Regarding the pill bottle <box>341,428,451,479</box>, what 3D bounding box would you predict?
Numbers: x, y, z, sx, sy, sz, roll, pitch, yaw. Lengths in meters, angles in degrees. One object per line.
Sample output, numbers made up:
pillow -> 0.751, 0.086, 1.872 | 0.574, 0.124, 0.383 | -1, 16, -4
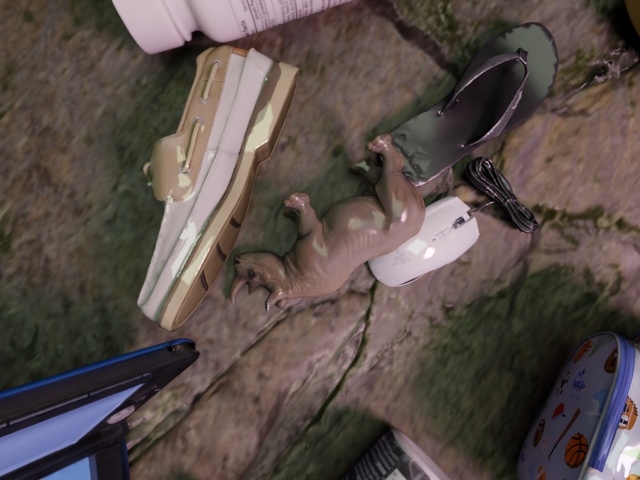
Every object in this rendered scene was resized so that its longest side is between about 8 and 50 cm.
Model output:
pill bottle -> 0.035, 0.321, 0.478 | 0.130, 0.130, 0.245 | 45, 85, -1

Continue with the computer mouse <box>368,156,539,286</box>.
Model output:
computer mouse -> 0.144, -0.011, 0.546 | 0.193, 0.042, 0.106 | -32, 91, -5

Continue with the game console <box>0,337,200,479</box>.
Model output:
game console -> -0.228, 0.231, 0.366 | 0.250, 0.293, 0.173 | -40, 74, 25

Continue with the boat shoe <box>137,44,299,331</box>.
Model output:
boat shoe -> -0.123, -0.061, 0.500 | 0.104, 0.113, 0.302 | 22, 75, -2

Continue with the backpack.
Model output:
backpack -> 0.328, 0.195, 0.458 | 0.213, 0.276, 0.263 | 34, 82, 11

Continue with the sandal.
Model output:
sandal -> 0.178, -0.150, 0.549 | 0.254, 0.054, 0.097 | -43, 91, -5

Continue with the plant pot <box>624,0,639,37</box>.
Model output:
plant pot -> 0.425, -0.253, 0.548 | 0.134, 0.134, 0.095 | -24, 114, -5

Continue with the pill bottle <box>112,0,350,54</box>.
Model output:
pill bottle -> -0.066, -0.297, 0.481 | 0.283, 0.160, 0.160 | -19, 89, -1

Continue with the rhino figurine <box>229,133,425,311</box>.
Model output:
rhino figurine -> 0.000, 0.000, 0.516 | 0.243, 0.073, 0.106 | -34, 82, 7
